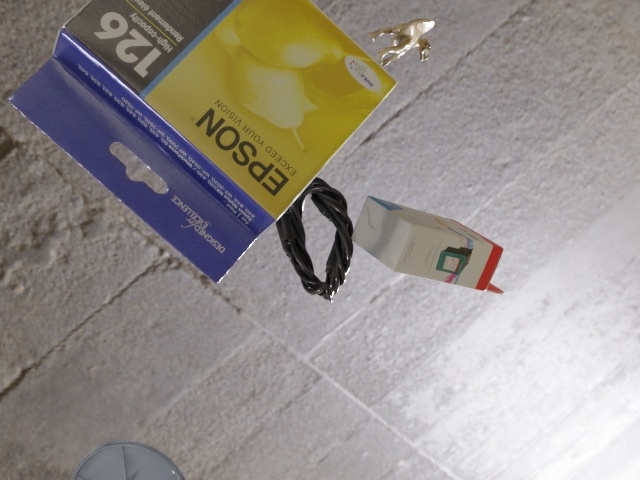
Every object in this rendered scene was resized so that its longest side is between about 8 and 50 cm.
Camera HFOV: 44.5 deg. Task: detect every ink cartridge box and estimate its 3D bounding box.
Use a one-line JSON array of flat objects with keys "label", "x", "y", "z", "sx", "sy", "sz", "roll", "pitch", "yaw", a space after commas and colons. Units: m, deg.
[{"label": "ink cartridge box", "x": 0.180, "y": 0.010, "z": 1.206, "sx": 0.231, "sy": 0.134, "sz": 0.078, "roll": 13, "pitch": 105, "yaw": -33}, {"label": "ink cartridge box", "x": -0.121, "y": -0.166, "z": 0.861, "sx": 0.307, "sy": 0.303, "sz": 0.072, "roll": -51, "pitch": -173, "yaw": -18}]

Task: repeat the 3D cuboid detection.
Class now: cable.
[{"label": "cable", "x": 0.000, "y": 0.000, "z": 1.162, "sx": 0.047, "sy": 0.185, "sz": 0.150, "roll": -8, "pitch": 167, "yaw": -41}]

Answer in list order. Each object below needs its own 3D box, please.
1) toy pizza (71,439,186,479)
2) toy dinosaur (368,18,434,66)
[{"label": "toy pizza", "x": -0.296, "y": 0.406, "z": 1.229, "sx": 0.201, "sy": 0.201, "sz": 0.032, "roll": -48, "pitch": 180, "yaw": 11}, {"label": "toy dinosaur", "x": 0.118, "y": -0.289, "z": 1.099, "sx": 0.092, "sy": 0.053, "sz": 0.183, "roll": -23, "pitch": 176, "yaw": 8}]
